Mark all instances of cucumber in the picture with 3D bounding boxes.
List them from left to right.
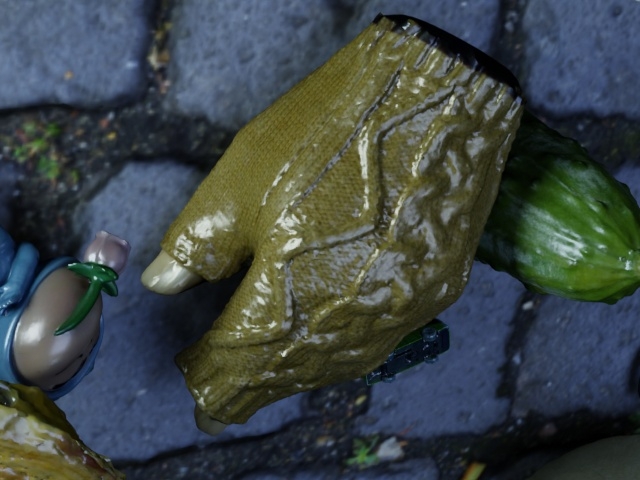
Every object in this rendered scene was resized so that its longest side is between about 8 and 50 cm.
[{"bbox_3d":[0.179,-0.016,1.429,0.134,0.244,0.134,-13,116,-27],"label":"cucumber"}]

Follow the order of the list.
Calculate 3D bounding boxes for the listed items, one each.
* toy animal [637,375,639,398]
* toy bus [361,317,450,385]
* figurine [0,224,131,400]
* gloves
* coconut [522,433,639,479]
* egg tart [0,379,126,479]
[{"bbox_3d":[0.380,0.075,1.739,0.217,0.073,0.176,-35,125,-6],"label":"toy animal"},{"bbox_3d":[0.067,0.090,1.549,0.083,0.037,0.031,-22,126,-24],"label":"toy bus"},{"bbox_3d":[-0.205,0.036,1.268,0.178,0.144,0.114,51,43,-31],"label":"figurine"},{"bbox_3d":[0.008,0.000,1.371,0.203,0.155,0.356,28,107,-24],"label":"gloves"},{"bbox_3d":[0.289,0.319,1.685,0.329,0.329,0.328,-17,125,-26],"label":"coconut"},{"bbox_3d":[-0.261,0.168,1.288,0.297,0.132,0.297,0,139,0],"label":"egg tart"}]
